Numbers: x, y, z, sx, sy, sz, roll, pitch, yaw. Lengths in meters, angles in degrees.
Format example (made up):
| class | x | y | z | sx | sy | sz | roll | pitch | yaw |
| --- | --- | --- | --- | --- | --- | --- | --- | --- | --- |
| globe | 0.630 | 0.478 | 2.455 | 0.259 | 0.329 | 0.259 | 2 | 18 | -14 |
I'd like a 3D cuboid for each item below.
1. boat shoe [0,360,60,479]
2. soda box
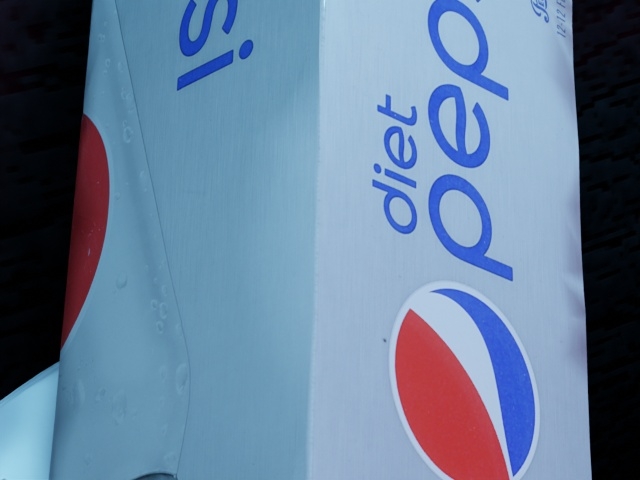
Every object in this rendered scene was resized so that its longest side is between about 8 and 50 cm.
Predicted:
| class | x | y | z | sx | sy | sz | roll | pitch | yaw |
| --- | --- | --- | --- | --- | --- | --- | --- | --- | --- |
| boat shoe | -0.114 | 0.104 | 0.453 | 0.228 | 0.080 | 0.076 | -34 | 154 | -35 |
| soda box | 0.000 | 0.000 | 0.442 | 0.091 | 0.098 | 0.286 | 22 | 59 | -38 |
